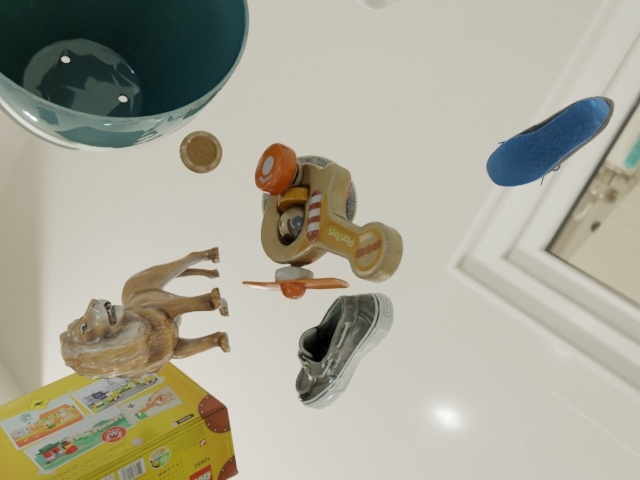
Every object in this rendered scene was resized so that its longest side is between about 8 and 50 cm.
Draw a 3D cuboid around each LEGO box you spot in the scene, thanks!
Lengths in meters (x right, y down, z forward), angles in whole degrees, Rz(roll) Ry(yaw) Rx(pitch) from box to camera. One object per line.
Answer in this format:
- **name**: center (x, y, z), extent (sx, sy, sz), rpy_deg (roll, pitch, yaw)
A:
- **LEGO box**: center (-0.487, 0.452, 1.717), extent (0.500, 0.193, 0.372), rpy_deg (-23, -150, -33)

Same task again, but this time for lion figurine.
- **lion figurine**: center (-0.276, 0.118, 1.341), extent (0.240, 0.142, 0.392), rpy_deg (-10, -170, -4)

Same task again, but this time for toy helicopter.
- **toy helicopter**: center (0.000, 0.000, 1.230), extent (0.140, 0.235, 0.355), rpy_deg (21, -178, -33)

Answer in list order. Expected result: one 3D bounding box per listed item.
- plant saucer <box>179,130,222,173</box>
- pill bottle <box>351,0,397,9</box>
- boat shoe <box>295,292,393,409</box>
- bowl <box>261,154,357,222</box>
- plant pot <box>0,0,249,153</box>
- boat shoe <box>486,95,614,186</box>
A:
- **plant saucer**: center (-0.229, -0.171, 1.562), extent (0.083, 0.084, 0.015), rpy_deg (27, 172, -12)
- **pill bottle**: center (0.038, -0.625, 1.539), extent (0.224, 0.224, 0.392), rpy_deg (37, -178, 37)
- **boat shoe**: center (0.012, 0.200, 1.536), extent (0.119, 0.335, 0.121), rpy_deg (14, -138, -21)
- **bowl**: center (-0.018, -0.061, 1.458), extent (0.170, 0.170, 0.080), rpy_deg (31, 173, 7)
- **plant pot**: center (-0.242, -0.207, 0.869), extent (0.290, 0.290, 0.195), rpy_deg (28, 150, -10)
- **boat shoe**: center (0.414, -0.167, 1.440), extent (0.089, 0.258, 0.109), rpy_deg (-25, -90, -44)
